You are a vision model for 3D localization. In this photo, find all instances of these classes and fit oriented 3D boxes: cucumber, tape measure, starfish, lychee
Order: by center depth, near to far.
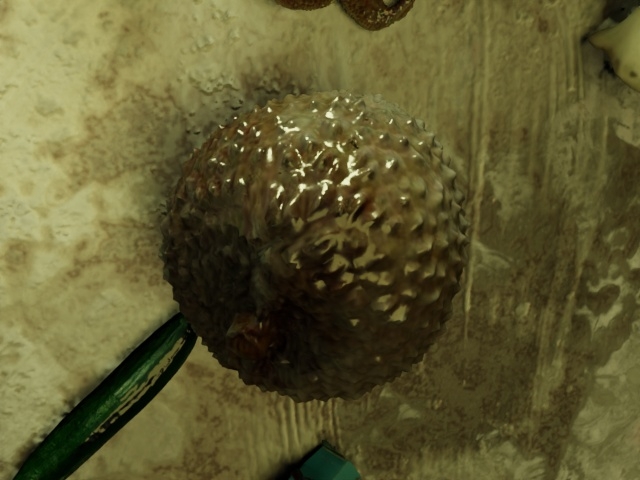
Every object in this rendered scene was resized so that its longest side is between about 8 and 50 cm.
[{"bbox_3d":[-0.006,0.001,0.755,0.300,0.300,0.300,-8,111,-21],"label":"lychee"},{"bbox_3d":[0.030,-0.279,0.799,0.210,0.053,0.150,-21,128,-20],"label":"starfish"},{"bbox_3d":[-0.221,0.177,0.841,0.284,0.056,0.056,-46,120,-1],"label":"cucumber"},{"bbox_3d":[-0.002,0.330,0.975,0.125,0.081,0.146,-43,124,-24],"label":"tape measure"}]

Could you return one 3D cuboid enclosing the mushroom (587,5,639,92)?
[{"bbox_3d":[0.452,-0.305,0.861,0.314,0.314,0.336,17,130,-28],"label":"mushroom"}]
